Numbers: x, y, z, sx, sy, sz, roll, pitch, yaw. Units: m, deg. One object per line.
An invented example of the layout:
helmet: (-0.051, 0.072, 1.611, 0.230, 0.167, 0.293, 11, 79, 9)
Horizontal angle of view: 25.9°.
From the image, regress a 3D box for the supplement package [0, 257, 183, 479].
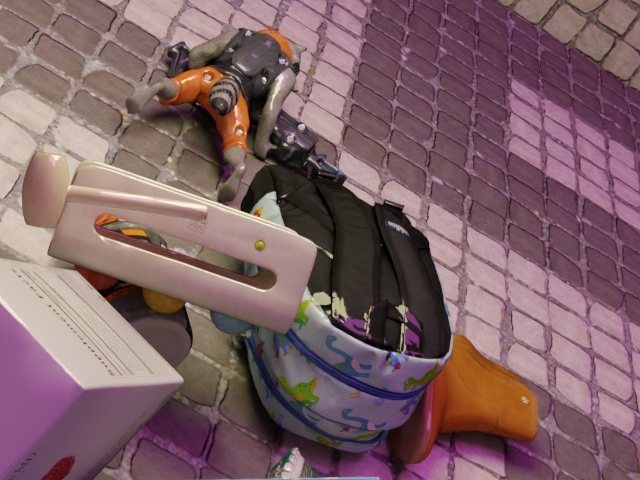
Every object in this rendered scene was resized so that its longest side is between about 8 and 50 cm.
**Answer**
supplement package: (-0.284, 0.138, 1.311, 0.175, 0.177, 0.293, 44, 5, 11)

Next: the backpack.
backpack: (0.032, 0.093, 1.757, 0.290, 0.273, 0.355, 24, 11, -24)

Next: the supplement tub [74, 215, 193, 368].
supplement tub: (-0.224, 0.061, 1.637, 0.117, 0.117, 0.190, 14, 38, -34)

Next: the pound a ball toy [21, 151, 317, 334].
pound a ball toy: (-0.171, 0.012, 1.489, 0.319, 0.135, 0.208, 19, 2, -12)

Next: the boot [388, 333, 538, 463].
boot: (0.201, 0.225, 1.858, 0.211, 0.104, 0.295, 28, 28, -14)

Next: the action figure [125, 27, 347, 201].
action figure: (-0.092, -0.199, 2.068, 0.341, 0.178, 0.330, 34, 41, -2)

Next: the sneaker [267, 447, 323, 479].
sneaker: (-0.028, 0.303, 1.567, 0.076, 0.065, 0.166, 38, 32, -7)

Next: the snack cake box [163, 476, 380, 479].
snack cake box: (-0.072, 0.314, 1.348, 0.264, 0.089, 0.152, -2, 34, 7)
